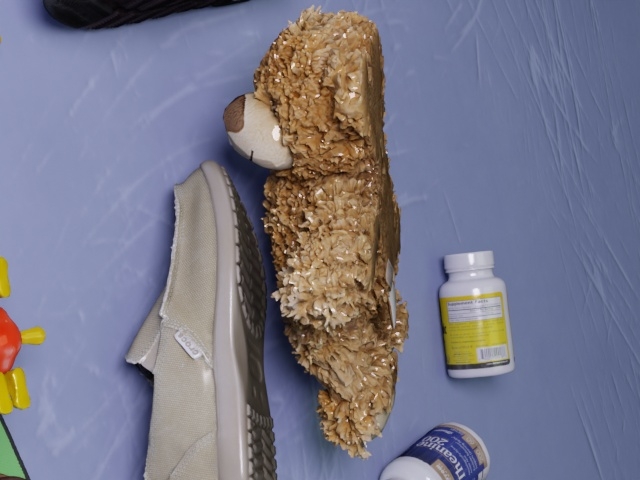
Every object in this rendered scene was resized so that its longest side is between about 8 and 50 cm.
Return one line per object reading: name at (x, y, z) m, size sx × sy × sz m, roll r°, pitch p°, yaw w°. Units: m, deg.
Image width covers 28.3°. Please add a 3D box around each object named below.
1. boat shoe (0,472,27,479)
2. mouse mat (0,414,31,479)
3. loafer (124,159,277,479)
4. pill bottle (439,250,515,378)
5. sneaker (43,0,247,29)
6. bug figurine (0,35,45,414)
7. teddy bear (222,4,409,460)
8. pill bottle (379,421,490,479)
boat shoe at (-0.163, 0.241, 0.761) m, size 0.073 × 0.073 × 0.207 m, roll -20°, pitch 102°, yaw -49°
mouse mat at (-0.237, 0.150, 0.744) m, size 0.152 × 0.007 × 0.190 m, roll -36°, pitch 111°, yaw -49°
loafer at (-0.088, 0.067, 0.881) m, size 0.102 × 0.092 × 0.268 m, roll 68°, pitch 15°, yaw -62°
pill bottle at (0.146, 0.069, 1.200) m, size 0.065 × 0.065 × 0.116 m, roll -3°, pitch 87°, yaw -52°
sneaker at (-0.119, -0.246, 0.902) m, size 0.281 × 0.106 × 0.162 m, roll -27°, pitch 100°, yaw -61°
bug figurine at (-0.249, -0.034, 0.700) m, size 0.216 × 0.072 × 0.279 m, roll 5°, pitch 73°, yaw -57°
teddy bear at (0.000, 0.000, 0.945) m, size 0.338 × 0.113 × 0.245 m, roll 77°, pitch 15°, yaw -46°
pill bottle at (0.093, 0.211, 1.105) m, size 0.120 × 0.067 × 0.067 m, roll -27°, pitch 105°, yaw -51°
